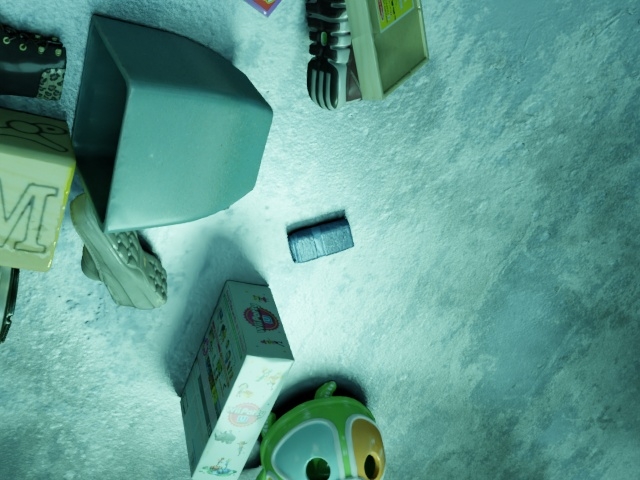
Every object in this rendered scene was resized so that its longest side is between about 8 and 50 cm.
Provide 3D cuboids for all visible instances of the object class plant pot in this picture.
[{"bbox_3d":[-0.220,-0.173,1.472,0.252,0.247,0.247,0,123,-27],"label":"plant pot"}]

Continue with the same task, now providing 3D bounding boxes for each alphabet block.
[{"bbox_3d":[-0.494,-0.087,1.456,0.197,0.192,0.193,11,113,-23],"label":"alphabet block"}]

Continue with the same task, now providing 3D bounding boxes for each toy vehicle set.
[{"bbox_3d":[0.097,-0.368,1.463,0.166,0.035,0.266,-43,131,-44],"label":"toy vehicle set"}]

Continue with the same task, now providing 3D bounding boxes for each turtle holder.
[{"bbox_3d":[-0.018,0.468,1.975,0.321,0.227,0.243,-15,127,-7],"label":"turtle holder"}]

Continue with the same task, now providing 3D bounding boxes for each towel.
[{"bbox_3d":[0.000,0.000,1.784,0.120,0.029,0.067,-16,127,-6],"label":"towel"}]

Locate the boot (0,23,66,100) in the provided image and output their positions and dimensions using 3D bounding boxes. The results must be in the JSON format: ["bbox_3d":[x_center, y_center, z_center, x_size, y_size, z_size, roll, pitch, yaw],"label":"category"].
[{"bbox_3d":[-0.461,-0.304,1.397,0.179,0.085,0.236,1,129,-21],"label":"boot"}]

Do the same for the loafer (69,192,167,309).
[{"bbox_3d":[-0.353,0.030,1.606,0.112,0.112,0.319,-10,146,7],"label":"loafer"}]

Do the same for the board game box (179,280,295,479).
[{"bbox_3d":[-0.165,0.263,1.790,0.098,0.224,0.303,11,120,-23],"label":"board game box"}]

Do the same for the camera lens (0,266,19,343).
[{"bbox_3d":[-0.629,0.075,1.516,0.274,0.219,0.219,10,119,-24],"label":"camera lens"}]

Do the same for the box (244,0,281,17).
[{"bbox_3d":[-0.128,-0.488,1.390,0.293,0.057,0.201,31,111,-32],"label":"box"}]

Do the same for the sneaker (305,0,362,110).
[{"bbox_3d":[0.065,-0.353,1.537,0.163,0.106,0.281,-13,120,-38],"label":"sneaker"}]
